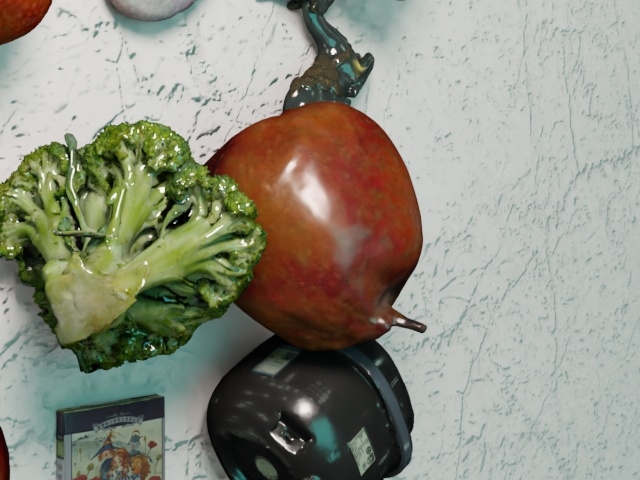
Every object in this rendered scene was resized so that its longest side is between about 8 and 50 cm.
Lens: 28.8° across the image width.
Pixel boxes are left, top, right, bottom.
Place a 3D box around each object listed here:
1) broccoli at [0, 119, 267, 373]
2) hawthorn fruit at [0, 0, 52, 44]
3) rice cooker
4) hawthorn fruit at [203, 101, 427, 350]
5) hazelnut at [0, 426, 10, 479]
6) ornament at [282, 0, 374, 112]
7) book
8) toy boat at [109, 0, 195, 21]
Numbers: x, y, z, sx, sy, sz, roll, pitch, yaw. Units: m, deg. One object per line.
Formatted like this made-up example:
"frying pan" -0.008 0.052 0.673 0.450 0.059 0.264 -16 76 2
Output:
"broccoli" -0.235 0.007 1.445 0.304 0.321 0.283 46 20 -10
"hawthorn fruit" -0.381 -0.336 1.350 0.205 0.205 0.253 4 86 -43
"rice cooker" -0.014 0.252 1.707 0.224 0.267 0.267 -41 120 -37
"hawthorn fruit" -0.014 -0.015 1.641 0.308 0.308 0.325 -8 84 -42
"hazelnut" -0.474 0.235 1.224 0.421 0.352 0.421 37 43 -44
"ornament" -0.033 -0.285 1.751 0.202 0.080 0.236 -52 128 -32
"book" -0.270 0.324 1.629 0.157 0.026 0.231 -4 98 -43
"toy boat" -0.187 -0.376 1.593 0.227 0.085 0.155 -54 127 -25
